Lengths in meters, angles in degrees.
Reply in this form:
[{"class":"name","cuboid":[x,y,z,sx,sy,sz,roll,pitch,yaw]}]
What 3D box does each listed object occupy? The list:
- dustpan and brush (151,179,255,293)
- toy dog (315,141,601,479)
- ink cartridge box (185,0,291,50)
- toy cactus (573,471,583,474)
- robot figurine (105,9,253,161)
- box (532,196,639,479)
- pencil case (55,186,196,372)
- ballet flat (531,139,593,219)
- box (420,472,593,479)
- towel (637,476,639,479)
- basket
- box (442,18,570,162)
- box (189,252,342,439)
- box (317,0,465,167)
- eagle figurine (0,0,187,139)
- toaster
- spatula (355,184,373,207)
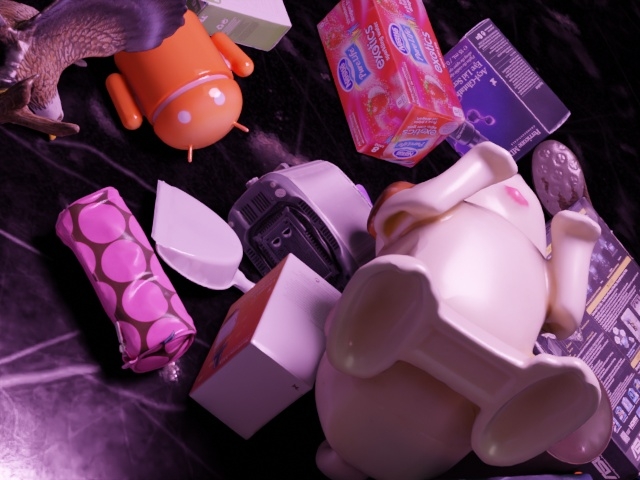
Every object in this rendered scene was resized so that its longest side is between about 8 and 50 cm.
[{"class":"dustpan and brush","cuboid":[-0.124,0.025,1.855,0.211,0.060,0.147,27,28,-18]},{"class":"toy dog","cuboid":[0.158,0.076,1.731,0.284,0.395,0.408,25,37,-2]},{"class":"ink cartridge box","cuboid":[-0.151,-0.350,2.157,0.209,0.062,0.109,9,51,-41]},{"class":"toy cactus","cuboid":[0.326,0.397,1.945,0.219,0.112,0.180,35,47,-32]},{"class":"robot figurine","cuboid":[-0.181,-0.211,1.941,0.158,0.128,0.219,-12,66,-51]},{"class":"box","cuboid":[0.388,0.142,2.171,0.318,0.097,0.395,52,35,-1]},{"class":"pencil case","cuboid":[-0.225,0.045,1.699,0.098,0.095,0.209,-22,71,-31]},{"class":"ballet flat","cuboid":[0.410,-0.046,2.431,0.250,0.084,0.058,63,10,-1]},{"class":"box","cuboid":[0.159,0.430,1.634,0.395,0.212,0.293,5,54,-42]},{"class":"towel","cuboid":[0.442,0.229,2.263,0.209,0.034,0.285,23,44,-32]},{"class":"basket","cuboid":[0.237,0.229,1.830,0.154,0.227,0.204,43,57,-9]},{"class":"box","cuboid":[0.266,-0.219,2.391,0.207,0.153,0.108,48,36,1]},{"class":"box","cuboid":[-0.060,0.122,1.758,0.091,0.130,0.170,39,36,-13]},{"class":"box","cuboid":[0.104,-0.255,2.276,0.122,0.128,0.257,12,49,-39]},{"class":"eagle figurine","cuboid":[-0.324,-0.225,1.767,0.226,0.225,0.298,32,48,-1]},{"class":"toaster","cuboid":[0.000,0.000,1.936,0.227,0.129,0.146,50,34,5]},{"class":"spatula","cuboid":[0.118,0.055,2.089,0.296,0.030,0.084,53,37,5]}]
